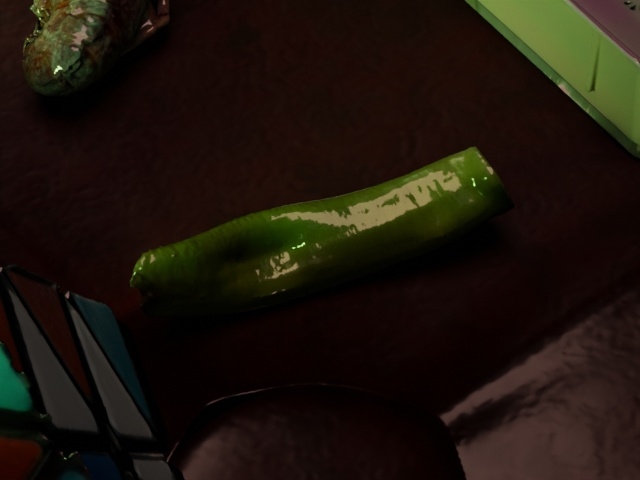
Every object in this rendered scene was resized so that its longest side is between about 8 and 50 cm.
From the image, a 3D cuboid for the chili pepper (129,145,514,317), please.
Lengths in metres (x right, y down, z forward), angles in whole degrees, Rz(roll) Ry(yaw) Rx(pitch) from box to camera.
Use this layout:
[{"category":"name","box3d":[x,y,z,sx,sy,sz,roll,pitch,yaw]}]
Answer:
[{"category":"chili pepper","box3d":[0.000,0.000,1.006,0.202,0.052,0.050,-17,18,-11]}]

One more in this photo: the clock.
[{"category":"clock","box3d":[0.179,-0.145,1.126,0.147,0.071,0.192,-25,50,-21]}]

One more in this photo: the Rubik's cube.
[{"category":"Rubik's cube","box3d":[-0.119,0.172,0.832,0.234,0.284,0.250,43,85,11]}]

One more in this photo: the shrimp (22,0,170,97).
[{"category":"shrimp","box3d":[-0.128,-0.153,1.152,0.073,0.075,0.190,-18,45,31]}]
